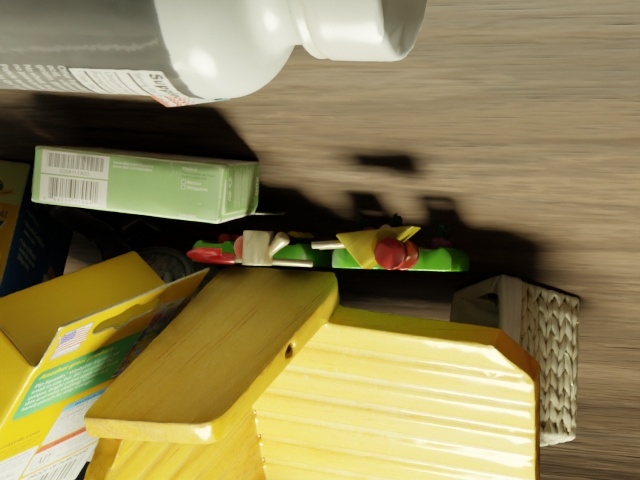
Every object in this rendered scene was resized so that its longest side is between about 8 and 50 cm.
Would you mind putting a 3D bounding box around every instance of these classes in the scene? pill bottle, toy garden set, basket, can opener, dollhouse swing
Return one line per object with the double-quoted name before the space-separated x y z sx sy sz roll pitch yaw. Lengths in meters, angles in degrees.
"pill bottle" -0.107 -0.166 0.800 0.318 0.176 0.176 4 161 16
"toy garden set" 0.000 0.000 1.365 0.244 0.049 0.204 2 179 15
"basket" 0.202 0.131 1.558 0.103 0.167 0.113 10 163 -23
"can opener" -0.225 -0.025 1.478 0.073 0.059 0.186 -41 154 8
"dollhouse swing" 0.008 0.244 1.424 0.305 0.315 0.347 19 137 26

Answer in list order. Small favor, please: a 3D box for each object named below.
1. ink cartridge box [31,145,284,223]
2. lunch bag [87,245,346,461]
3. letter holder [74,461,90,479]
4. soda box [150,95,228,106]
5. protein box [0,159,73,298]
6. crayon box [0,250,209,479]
"ink cartridge box" -0.137 -0.052 1.356 0.171 0.056 0.235 6 -174 12
"lunch bag" -0.128 0.125 1.636 0.256 0.212 0.305 -30 146 36
"letter holder" -0.300 0.217 2.134 0.302 0.214 0.152 -7 123 44
"soda box" -0.133 -0.156 1.029 0.063 0.058 0.183 -3 159 34
"protein box" -0.353 0.042 1.504 0.136 0.201 0.200 8 162 6
"crayon box" -0.259 0.133 1.401 0.203 0.083 0.323 -22 153 -53
